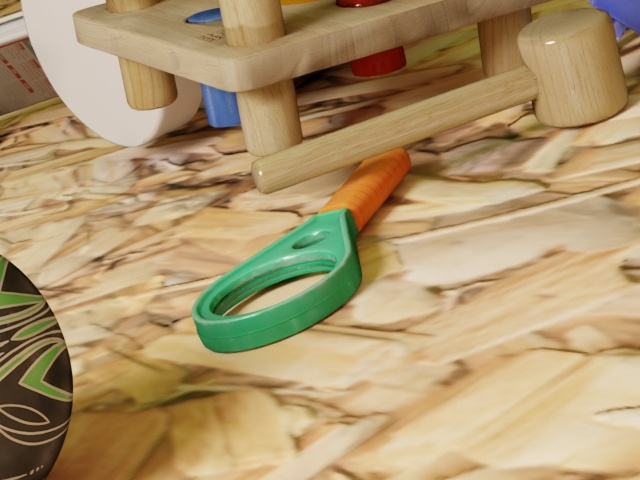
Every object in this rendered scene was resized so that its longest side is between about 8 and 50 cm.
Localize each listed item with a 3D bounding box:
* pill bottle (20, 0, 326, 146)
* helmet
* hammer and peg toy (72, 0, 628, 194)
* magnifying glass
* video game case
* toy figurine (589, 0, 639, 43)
[{"bbox_3d":[-0.045,-0.227,1.565,0.363,0.210,0.210,-32,19,-31],"label":"pill bottle"},{"bbox_3d":[-0.195,0.072,0.890,0.169,0.169,0.161,-30,1,-25],"label":"helmet"},{"bbox_3d":[0.015,-0.147,1.269,0.266,0.127,0.361,-19,21,-24],"label":"hammer and peg toy"},{"bbox_3d":[0.000,0.000,1.114,0.092,0.026,0.231,-13,18,29],"label":"magnifying glass"},{"bbox_3d":[-0.210,-0.180,1.777,0.285,0.025,0.204,-18,-11,1],"label":"video game case"},{"bbox_3d":[0.256,-0.171,1.231,0.217,0.191,0.362,-48,12,27],"label":"toy figurine"}]
